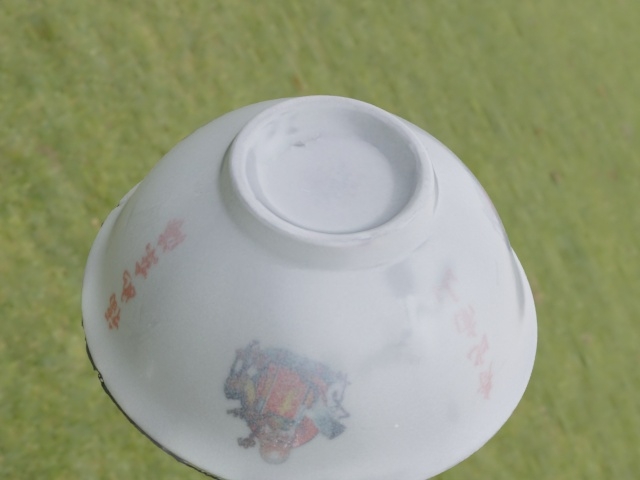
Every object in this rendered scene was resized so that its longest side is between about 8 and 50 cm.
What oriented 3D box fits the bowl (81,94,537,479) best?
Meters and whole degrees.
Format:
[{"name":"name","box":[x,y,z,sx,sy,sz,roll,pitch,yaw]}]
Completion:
[{"name":"bowl","box":[0.000,0.000,1.175,0.157,0.346,0.345,99,-14,-50]}]
